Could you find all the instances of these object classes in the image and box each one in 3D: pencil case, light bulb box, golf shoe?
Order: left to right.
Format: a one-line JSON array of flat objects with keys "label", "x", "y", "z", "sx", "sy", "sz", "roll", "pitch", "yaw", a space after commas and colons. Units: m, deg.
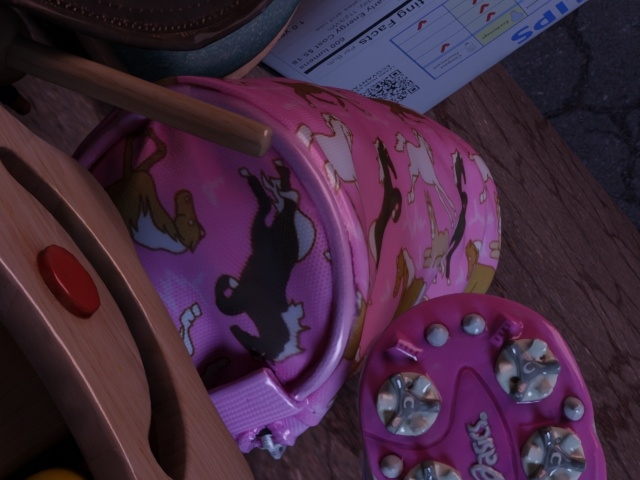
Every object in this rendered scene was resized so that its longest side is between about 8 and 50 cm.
[{"label": "pencil case", "x": 0.000, "y": 0.000, "z": 0.719, "sx": 0.160, "sy": 0.167, "sz": 0.386, "roll": 29, "pitch": 13, "yaw": 13}, {"label": "light bulb box", "x": 0.078, "y": -0.320, "z": 1.211, "sx": 0.361, "sy": 0.358, "sz": 0.225, "roll": 25, "pitch": 35, "yaw": -60}, {"label": "golf shoe", "x": 0.077, "y": 0.177, "z": 0.565, "sx": 0.140, "sy": 0.115, "sz": 0.306, "roll": 134, "pitch": -48, "yaw": -83}]

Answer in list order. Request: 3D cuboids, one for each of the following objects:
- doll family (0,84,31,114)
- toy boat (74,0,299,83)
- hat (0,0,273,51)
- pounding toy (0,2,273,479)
[{"label": "doll family", "x": -0.196, "y": -0.140, "z": 0.600, "sx": 0.193, "sy": 0.076, "sz": 0.111, "roll": 40, "pitch": 2, "yaw": -26}, {"label": "toy boat", "x": -0.118, "y": -0.226, "z": 0.767, "sx": 0.318, "sy": 0.268, "sz": 0.148, "roll": 13, "pitch": -3, "yaw": -39}, {"label": "hat", "x": -0.109, "y": -0.243, "z": 0.558, "sx": 0.331, "sy": 0.134, "sz": 0.331, "roll": 22, "pitch": 43, "yaw": -22}, {"label": "pounding toy", "x": -0.099, "y": 0.001, "z": 0.448, "sx": 0.270, "sy": 0.155, "sz": 0.154, "roll": 60, "pitch": 13, "yaw": 20}]
